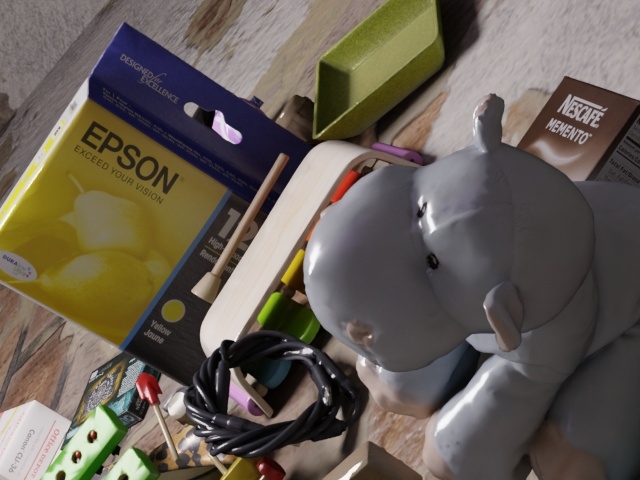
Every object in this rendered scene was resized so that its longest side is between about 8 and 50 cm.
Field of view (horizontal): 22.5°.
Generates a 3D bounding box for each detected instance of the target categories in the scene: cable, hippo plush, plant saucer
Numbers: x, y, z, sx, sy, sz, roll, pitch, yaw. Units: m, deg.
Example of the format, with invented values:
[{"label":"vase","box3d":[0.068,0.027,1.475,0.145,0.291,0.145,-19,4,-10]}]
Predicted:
[{"label":"cable","box3d":[-0.053,0.145,1.501,0.150,0.047,0.184,-25,33,-14]},{"label":"hippo plush","box3d":[0.122,0.046,0.989,0.294,0.236,0.234,-12,78,24]},{"label":"plant saucer","box3d":[0.075,-0.203,1.818,0.188,0.045,0.188,-38,26,24]}]

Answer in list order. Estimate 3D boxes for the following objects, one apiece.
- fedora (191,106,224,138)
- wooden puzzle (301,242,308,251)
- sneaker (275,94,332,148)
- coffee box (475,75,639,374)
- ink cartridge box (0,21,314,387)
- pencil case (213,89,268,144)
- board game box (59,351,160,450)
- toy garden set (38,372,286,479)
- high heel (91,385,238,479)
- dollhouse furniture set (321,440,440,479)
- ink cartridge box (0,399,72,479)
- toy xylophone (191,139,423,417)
[{"label":"fedora","box3d":[-0.141,-0.033,1.943,0.244,0.124,0.275,-65,4,-31]},{"label":"wooden puzzle","box3d":[0.000,0.000,1.761,0.083,0.006,0.049,-27,35,53]},{"label":"sneaker","box3d":[-0.013,-0.128,1.918,0.066,0.071,0.188,-53,-2,5]},{"label":"coffee box","box3d":[0.174,0.011,1.206,0.246,0.098,0.141,-56,20,3]},{"label":"ink cartridge box","box3d":[-0.176,-0.029,1.778,0.307,0.303,0.072,-55,24,7]},{"label":"pencil case","box3d":[-0.150,-0.103,2.150,0.206,0.088,0.086,-48,19,24]},{"label":"board game box","box3d":[-0.258,0.195,2.034,0.186,0.026,0.126,-32,31,49]},{"label":"toy garden set","box3d":[-0.145,0.240,1.544,0.204,0.049,0.244,-51,50,8]},{"label":"high heel","box3d":[-0.167,0.278,1.615,0.261,0.093,0.186,-59,26,-4]},{"label":"dollhouse furniture set","box3d":[0.044,0.196,1.149,0.144,0.151,0.123,-45,22,25]},{"label":"ink cartridge box","box3d":[-0.405,0.285,2.174,0.198,0.067,0.115,-24,37,56]},{"label":"toy xylophone","box3d":[-0.027,0.016,1.681,0.323,0.081,0.236,-55,22,4]}]
